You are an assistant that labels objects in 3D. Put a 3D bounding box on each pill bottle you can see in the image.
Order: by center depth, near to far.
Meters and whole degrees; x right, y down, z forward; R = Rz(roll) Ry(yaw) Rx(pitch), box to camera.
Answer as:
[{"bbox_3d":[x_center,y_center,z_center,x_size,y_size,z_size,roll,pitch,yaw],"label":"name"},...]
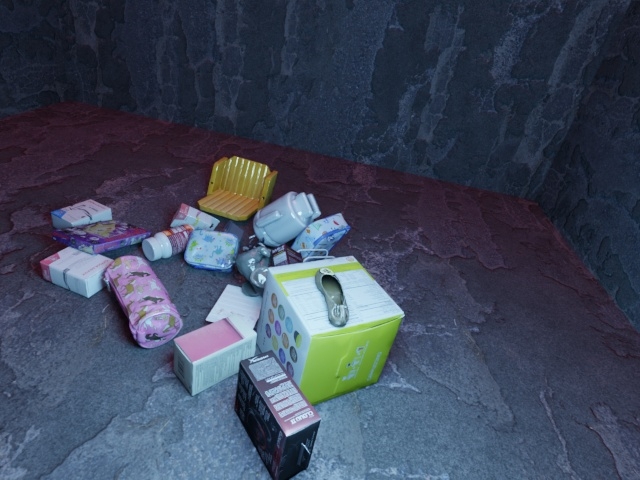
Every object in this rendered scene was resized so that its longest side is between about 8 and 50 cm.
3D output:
[{"bbox_3d":[-0.670,0.009,1.841,0.121,0.121,0.221,30,35,29],"label":"pill bottle"}]

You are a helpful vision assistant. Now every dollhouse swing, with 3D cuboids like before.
[{"bbox_3d":[-0.476,-0.301,2.294,0.347,0.314,0.305,18,10,9],"label":"dollhouse swing"}]

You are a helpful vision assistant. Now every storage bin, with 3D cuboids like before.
[{"bbox_3d":[-0.440,-0.024,2.022,0.091,0.098,0.135,35,25,-16],"label":"storage bin"}]

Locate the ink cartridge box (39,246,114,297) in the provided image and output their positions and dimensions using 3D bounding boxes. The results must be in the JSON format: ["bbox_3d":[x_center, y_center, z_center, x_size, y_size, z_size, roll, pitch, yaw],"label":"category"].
[{"bbox_3d":[-0.934,0.116,1.599,0.218,0.092,0.158,17,30,13],"label":"ink cartridge box"}]

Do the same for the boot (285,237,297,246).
[{"bbox_3d":[-0.216,-0.051,2.130,0.249,0.090,0.207,30,33,23],"label":"boot"}]

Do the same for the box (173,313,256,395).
[{"bbox_3d":[-0.341,0.362,1.329,0.233,0.148,0.127,-18,40,-42],"label":"box"}]

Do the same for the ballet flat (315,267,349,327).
[{"bbox_3d":[0.037,0.154,1.230,0.084,0.058,0.249,5,32,-13],"label":"ballet flat"}]

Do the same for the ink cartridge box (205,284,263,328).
[{"bbox_3d":[-0.317,0.273,1.592,0.181,0.056,0.224,14,34,4],"label":"ink cartridge box"}]

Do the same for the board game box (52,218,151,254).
[{"bbox_3d":[-0.936,-0.023,1.788,0.208,0.056,0.347,22,15,10],"label":"board game box"}]

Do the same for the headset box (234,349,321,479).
[{"bbox_3d":[-0.120,0.487,1.124,0.110,0.217,0.293,-12,36,-34],"label":"headset box"}]

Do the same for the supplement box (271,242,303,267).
[{"bbox_3d":[-0.113,0.144,1.603,0.130,0.073,0.239,37,33,-51],"label":"supplement box"}]

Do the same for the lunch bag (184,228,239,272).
[{"bbox_3d":[-0.479,0.048,1.813,0.219,0.090,0.175,8,69,-2],"label":"lunch bag"}]

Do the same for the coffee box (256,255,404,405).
[{"bbox_3d":[0.014,0.294,1.379,0.339,0.337,0.334,-6,35,-29],"label":"coffee box"}]

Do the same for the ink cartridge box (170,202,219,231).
[{"bbox_3d":[-0.603,-0.083,1.983,0.198,0.115,0.067,25,38,-26],"label":"ink cartridge box"}]

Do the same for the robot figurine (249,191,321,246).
[{"bbox_3d":[-0.173,-0.096,1.931,0.300,0.354,0.199,5,60,-62],"label":"robot figurine"}]

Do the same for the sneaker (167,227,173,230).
[{"bbox_3d":[-0.702,-0.023,1.955,0.059,0.053,0.144,16,31,3],"label":"sneaker"}]

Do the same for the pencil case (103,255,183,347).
[{"bbox_3d":[-0.642,0.211,1.477,0.167,0.160,0.386,-40,51,-13],"label":"pencil case"}]

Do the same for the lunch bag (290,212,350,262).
[{"bbox_3d":[0.000,0.000,1.913,0.243,0.303,0.114,-18,69,-43],"label":"lunch bag"}]

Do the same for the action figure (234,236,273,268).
[{"bbox_3d":[-0.283,0.083,1.815,0.275,0.164,0.141,48,13,35],"label":"action figure"}]

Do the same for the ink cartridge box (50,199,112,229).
[{"bbox_3d":[-1.112,-0.107,1.920,0.148,0.085,0.203,22,32,18],"label":"ink cartridge box"}]

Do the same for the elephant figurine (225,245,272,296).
[{"bbox_3d":[-0.233,0.153,1.619,0.186,0.169,0.239,-21,66,5],"label":"elephant figurine"}]

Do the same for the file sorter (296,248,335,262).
[{"bbox_3d":[0.008,0.173,1.725,0.193,0.172,0.278,0,30,-36],"label":"file sorter"}]
